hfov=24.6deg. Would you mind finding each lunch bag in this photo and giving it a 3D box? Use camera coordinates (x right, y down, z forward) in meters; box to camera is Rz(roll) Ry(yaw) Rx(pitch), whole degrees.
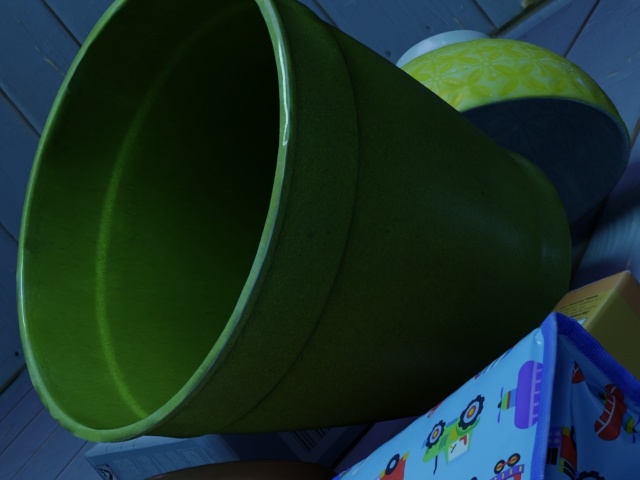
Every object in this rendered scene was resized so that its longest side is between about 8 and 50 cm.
[{"bbox_3d":[0.077,0.220,0.751,0.221,0.138,0.293,-44,15,40],"label":"lunch bag"}]

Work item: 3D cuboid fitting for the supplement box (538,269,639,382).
[{"bbox_3d":[0.156,0.124,1.007,0.233,0.078,0.080,-45,11,-36],"label":"supplement box"}]

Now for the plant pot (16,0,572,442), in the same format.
[{"bbox_3d":[0.000,0.000,1.177,0.366,0.353,0.366,-22,62,47],"label":"plant pot"}]

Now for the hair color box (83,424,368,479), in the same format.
[{"bbox_3d":[-0.092,0.192,1.533,0.185,0.113,0.374,-44,11,-28],"label":"hair color box"}]

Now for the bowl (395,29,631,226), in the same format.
[{"bbox_3d":[0.142,-0.112,1.447,0.289,0.289,0.156,-34,55,29],"label":"bowl"}]

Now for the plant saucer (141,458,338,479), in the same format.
[{"bbox_3d":[-0.080,0.230,1.236,0.200,0.037,0.200,-7,-23,-3],"label":"plant saucer"}]
